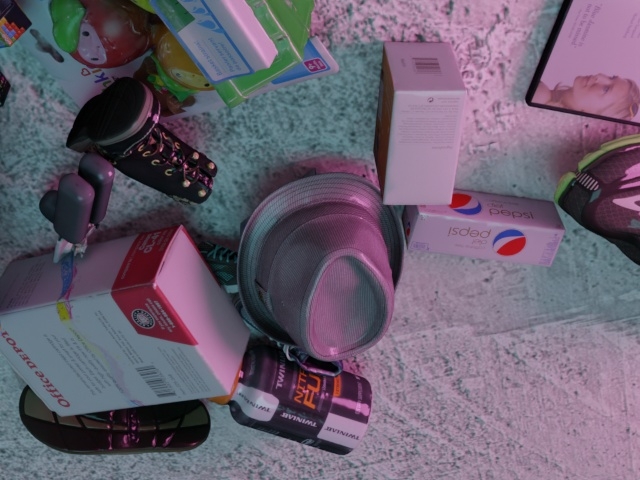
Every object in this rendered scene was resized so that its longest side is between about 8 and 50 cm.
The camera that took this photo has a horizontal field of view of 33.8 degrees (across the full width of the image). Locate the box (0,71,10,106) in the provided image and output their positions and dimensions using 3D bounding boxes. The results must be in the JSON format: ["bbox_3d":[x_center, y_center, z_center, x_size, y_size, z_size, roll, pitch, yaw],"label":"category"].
[{"bbox_3d":[-0.440,-0.201,1.321,0.062,0.052,0.083,-21,127,13],"label":"box"}]

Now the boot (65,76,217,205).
[{"bbox_3d":[-0.194,-0.114,1.277,0.179,0.085,0.236,28,165,-26],"label":"boot"}]

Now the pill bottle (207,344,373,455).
[{"bbox_3d":[-0.053,0.240,1.637,0.246,0.130,0.130,20,123,-19],"label":"pill bottle"}]

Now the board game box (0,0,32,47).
[{"bbox_3d":[-0.434,-0.282,1.211,0.170,0.048,0.141,2,136,40],"label":"board game box"}]

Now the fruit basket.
[{"bbox_3d":[-0.202,-0.253,1.226,0.353,0.165,0.327,-16,137,21],"label":"fruit basket"}]

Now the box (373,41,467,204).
[{"bbox_3d":[0.123,-0.149,1.350,0.091,0.130,0.170,0,127,-5],"label":"box"}]

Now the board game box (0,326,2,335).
[{"bbox_3d":[-0.497,-0.009,1.332,0.142,0.144,0.275,-9,133,-17],"label":"board game box"}]

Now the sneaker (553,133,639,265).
[{"bbox_3d":[0.532,0.013,1.457,0.483,0.202,0.185,27,120,-22],"label":"sneaker"}]

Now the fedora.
[{"bbox_3d":[0.016,0.058,1.431,0.244,0.124,0.275,-9,124,-16],"label":"fedora"}]

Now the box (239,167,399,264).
[{"bbox_3d":[0.000,0.000,1.515,0.145,0.038,0.186,-36,120,23],"label":"box"}]

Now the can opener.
[{"bbox_3d":[-0.320,-0.040,1.345,0.093,0.074,0.280,39,156,-5],"label":"can opener"}]

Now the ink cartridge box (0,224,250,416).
[{"bbox_3d":[-0.287,0.120,1.485,0.306,0.131,0.226,-9,129,25],"label":"ink cartridge box"}]

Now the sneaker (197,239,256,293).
[{"bbox_3d":[-0.147,0.033,1.501,0.166,0.065,0.076,-10,117,24],"label":"sneaker"}]

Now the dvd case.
[{"bbox_3d":[0.414,-0.233,1.374,0.253,0.022,0.180,9,126,-11],"label":"dvd case"}]

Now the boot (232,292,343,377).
[{"bbox_3d":[-0.045,0.139,1.587,0.190,0.086,0.069,22,123,-20],"label":"boot"}]

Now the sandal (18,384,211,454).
[{"bbox_3d":[-0.327,0.290,1.674,0.303,0.120,0.086,12,158,-20],"label":"sandal"}]

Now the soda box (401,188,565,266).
[{"bbox_3d":[0.228,-0.021,1.491,0.216,0.074,0.069,7,127,-10],"label":"soda box"}]
